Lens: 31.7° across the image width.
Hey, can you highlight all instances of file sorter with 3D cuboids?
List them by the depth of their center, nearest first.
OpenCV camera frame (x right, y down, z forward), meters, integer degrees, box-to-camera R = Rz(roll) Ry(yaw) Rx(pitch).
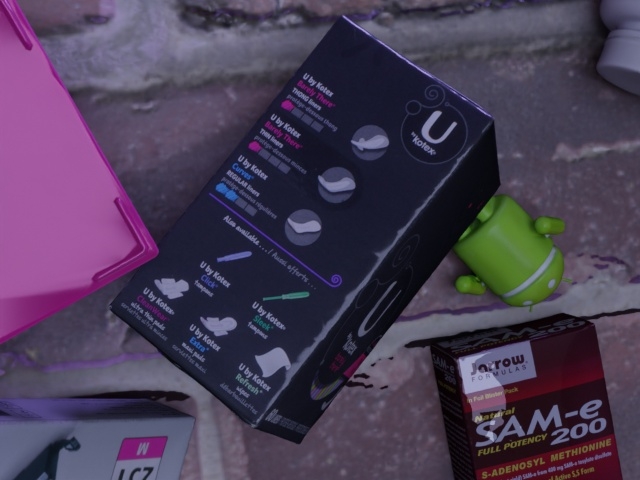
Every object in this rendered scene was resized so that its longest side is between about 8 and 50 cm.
[{"bbox_3d":[-0.295,-0.015,0.793,0.291,0.182,0.202,-30,100,-7],"label":"file sorter"}]

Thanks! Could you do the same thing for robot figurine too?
[{"bbox_3d":[0.157,0.008,0.946,0.101,0.067,0.115,-40,101,22],"label":"robot figurine"}]

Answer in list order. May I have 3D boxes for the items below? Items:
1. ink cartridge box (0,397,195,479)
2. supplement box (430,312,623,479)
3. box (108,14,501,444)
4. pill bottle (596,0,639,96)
[{"bbox_3d":[-0.220,0.233,0.801,0.060,0.275,0.239,15,91,32],"label":"ink cartridge box"},{"bbox_3d":[0.184,0.194,0.963,0.130,0.073,0.239,-13,96,-10],"label":"supplement box"},{"bbox_3d":[0.000,0.000,0.844,0.143,0.165,0.270,37,86,16],"label":"box"},{"bbox_3d":[0.309,-0.226,0.935,0.117,0.117,0.215,23,89,-12],"label":"pill bottle"}]
